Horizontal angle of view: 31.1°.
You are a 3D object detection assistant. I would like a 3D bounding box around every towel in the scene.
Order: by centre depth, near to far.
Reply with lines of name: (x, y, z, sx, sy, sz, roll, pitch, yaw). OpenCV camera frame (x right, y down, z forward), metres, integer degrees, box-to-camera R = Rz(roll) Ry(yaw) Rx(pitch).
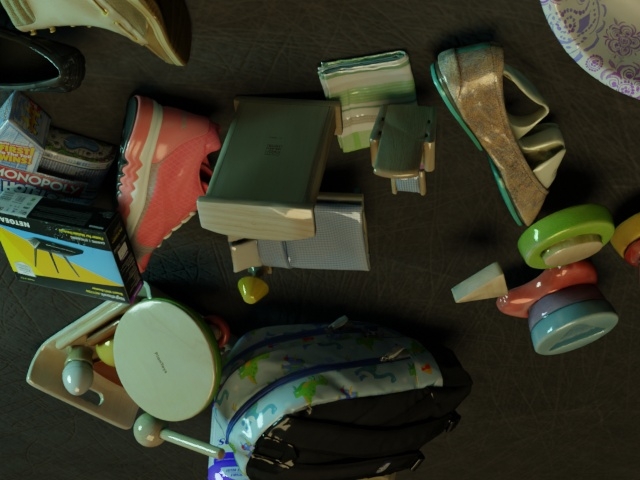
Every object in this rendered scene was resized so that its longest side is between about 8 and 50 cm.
towel: (0.065, -0.170, 1.446, 0.113, 0.023, 0.152, -7, 141, 9)

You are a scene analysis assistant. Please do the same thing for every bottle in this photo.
bottle: (-0.128, 0.380, 1.910, 0.118, 0.283, 0.092, 0, 141, 1)

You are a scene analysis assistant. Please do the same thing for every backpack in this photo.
backpack: (0.007, 0.258, 1.790, 0.355, 0.273, 0.290, -15, 150, -42)

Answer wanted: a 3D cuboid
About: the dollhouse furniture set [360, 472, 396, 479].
dollhouse furniture set: (0.027, 0.399, 2.091, 0.262, 0.135, 0.259, 29, 144, -31)

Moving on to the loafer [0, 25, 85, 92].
loafer: (-0.380, -0.213, 1.311, 0.223, 0.078, 0.076, 11, 101, 7)

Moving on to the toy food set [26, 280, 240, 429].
toy food set: (-0.287, 0.196, 1.830, 0.306, 0.092, 0.219, -30, 132, 31)

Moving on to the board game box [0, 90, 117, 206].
board game box: (-0.373, -0.099, 1.495, 0.194, 0.060, 0.194, 15, 139, -19)

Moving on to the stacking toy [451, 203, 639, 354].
stacking toy: (0.367, 0.073, 1.604, 0.279, 0.130, 0.309, 4, 147, -39)

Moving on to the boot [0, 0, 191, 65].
boot: (-0.251, -0.258, 1.290, 0.165, 0.077, 0.213, -6, 155, 19)

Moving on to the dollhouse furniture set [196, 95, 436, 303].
dollhouse furniture set: (0.000, 0.000, 1.464, 0.286, 0.198, 0.303, 4, 136, 10)

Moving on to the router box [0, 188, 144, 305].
router box: (-0.327, 0.009, 1.486, 0.179, 0.046, 0.133, 10, 137, 21)

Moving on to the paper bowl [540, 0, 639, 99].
paper bowl: (0.371, -0.291, 1.154, 0.284, 0.148, 0.284, 14, 123, 23)

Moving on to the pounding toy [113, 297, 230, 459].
pounding toy: (-0.198, 0.189, 1.703, 0.183, 0.110, 0.237, 2, 103, 30)

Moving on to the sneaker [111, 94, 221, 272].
sneaker: (-0.204, -0.051, 1.514, 0.136, 0.116, 0.314, 7, 140, -12)

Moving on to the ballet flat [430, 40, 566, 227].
ballet flat: (0.245, -0.129, 1.442, 0.106, 0.107, 0.316, -24, 137, 15)
